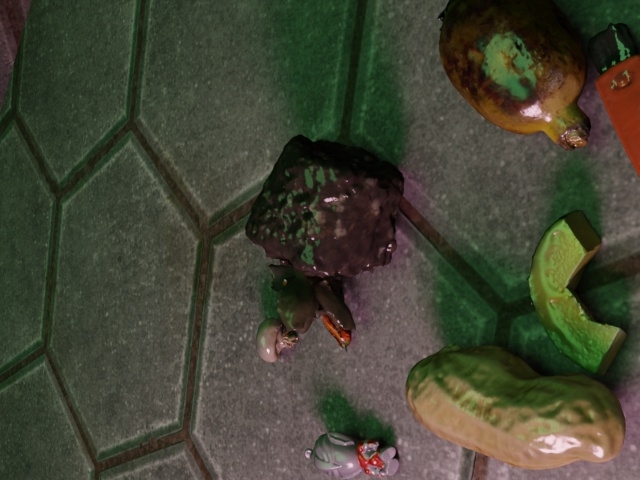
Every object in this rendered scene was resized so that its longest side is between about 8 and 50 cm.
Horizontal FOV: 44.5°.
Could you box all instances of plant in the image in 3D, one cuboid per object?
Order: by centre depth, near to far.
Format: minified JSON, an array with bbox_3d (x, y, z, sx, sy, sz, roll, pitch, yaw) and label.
[{"bbox_3d":[0.000,0.000,1.282,0.213,0.215,0.312,35,118,39],"label":"plant"}]

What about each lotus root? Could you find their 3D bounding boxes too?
[{"bbox_3d":[0.259,-0.245,1.051,0.314,0.141,0.169,59,133,29],"label":"lotus root"}]

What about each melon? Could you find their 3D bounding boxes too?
[{"bbox_3d":[0.334,0.074,1.028,0.118,0.064,0.209,-37,66,35],"label":"melon"}]

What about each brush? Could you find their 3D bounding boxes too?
[{"bbox_3d":[0.408,-0.123,0.960,0.070,0.051,0.323,-28,66,37],"label":"brush"}]

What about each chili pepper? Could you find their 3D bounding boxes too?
[{"bbox_3d":[0.011,0.129,1.399,0.178,0.027,0.045,52,164,34],"label":"chili pepper"}]

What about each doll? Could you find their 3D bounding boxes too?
[{"bbox_3d":[0.051,0.367,1.328,0.180,0.079,0.094,-6,109,35],"label":"doll"}]

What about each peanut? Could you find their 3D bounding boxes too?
[{"bbox_3d":[0.257,0.223,1.055,0.325,0.140,0.153,1,73,46],"label":"peanut"}]

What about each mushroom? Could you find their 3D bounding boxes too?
[{"bbox_3d":[-0.081,0.189,1.482,0.079,0.085,0.085,3,93,5],"label":"mushroom"}]
